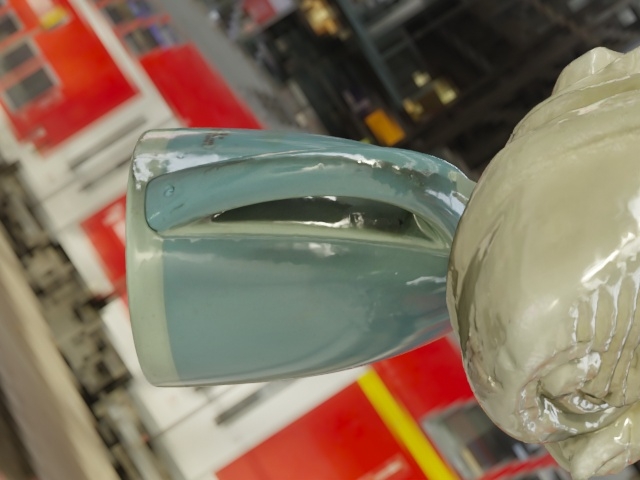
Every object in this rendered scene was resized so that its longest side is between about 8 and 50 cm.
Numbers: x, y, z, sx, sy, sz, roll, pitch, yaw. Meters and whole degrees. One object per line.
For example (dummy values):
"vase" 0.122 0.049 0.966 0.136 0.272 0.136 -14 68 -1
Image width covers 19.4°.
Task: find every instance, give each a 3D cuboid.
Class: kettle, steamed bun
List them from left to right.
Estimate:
"kettle" 0.000 0.000 1.734 0.319 0.342 0.247 72 18 -68
"steamed bun" 0.219 -0.007 1.349 0.219 0.324 0.310 47 2 35
